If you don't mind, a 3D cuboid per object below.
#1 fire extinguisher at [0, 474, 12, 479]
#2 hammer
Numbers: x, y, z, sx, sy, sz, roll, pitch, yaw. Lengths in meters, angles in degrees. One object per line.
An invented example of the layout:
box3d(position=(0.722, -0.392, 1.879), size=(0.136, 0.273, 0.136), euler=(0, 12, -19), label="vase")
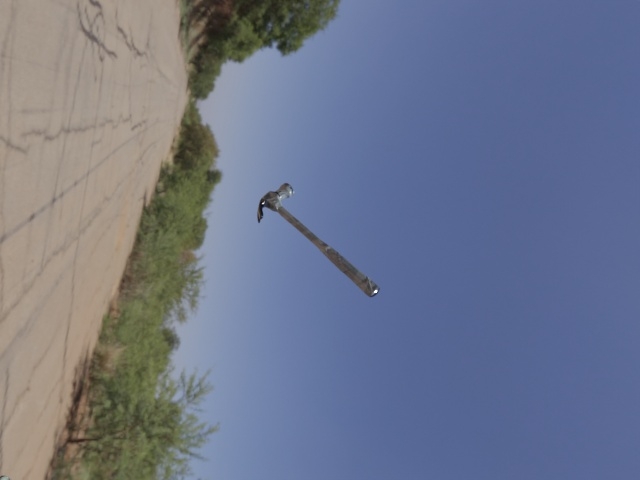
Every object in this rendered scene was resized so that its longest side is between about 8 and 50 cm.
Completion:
box3d(position=(-0.525, 0.293, 0.591), size=(0.104, 0.269, 0.105), euler=(-29, -145, 22), label="fire extinguisher")
box3d(position=(0.000, 0.001, 1.278), size=(0.152, 0.426, 0.044), euler=(-42, 164, -35), label="hammer")
